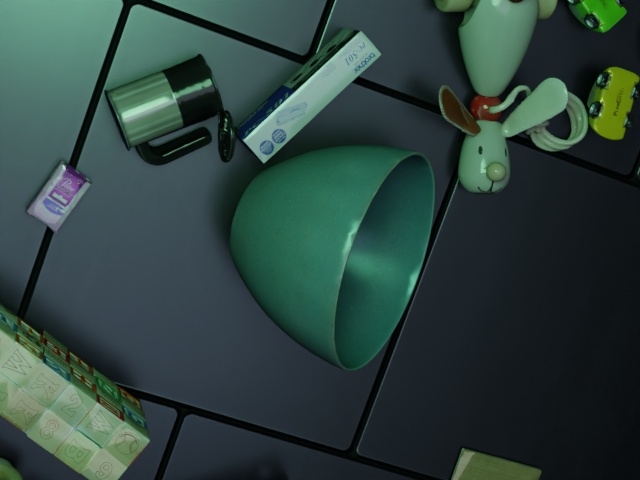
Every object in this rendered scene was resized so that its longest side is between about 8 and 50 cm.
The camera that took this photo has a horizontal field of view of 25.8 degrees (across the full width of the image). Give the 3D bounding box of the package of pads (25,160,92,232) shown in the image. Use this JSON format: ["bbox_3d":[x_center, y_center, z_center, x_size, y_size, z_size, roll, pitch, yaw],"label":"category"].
[{"bbox_3d":[-0.340,-0.056,1.814,0.050,0.032,0.083,36,92,-19],"label":"package of pads"}]

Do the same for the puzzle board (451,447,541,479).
[{"bbox_3d":[0.248,0.361,2.031,0.128,0.011,0.096,17,98,-14],"label":"puzzle board"}]

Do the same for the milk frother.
[{"bbox_3d":[-0.185,-0.150,1.772,0.135,0.143,0.129,-23,112,-9],"label":"milk frother"}]

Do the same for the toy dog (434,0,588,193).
[{"bbox_3d":[0.244,-0.229,1.839,0.220,0.161,0.333,-22,104,-7],"label":"toy dog"}]

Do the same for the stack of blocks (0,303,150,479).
[{"bbox_3d":[-0.364,0.177,1.782,0.297,0.171,0.087,40,91,-15],"label":"stack of blocks"}]

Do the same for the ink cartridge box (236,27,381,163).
[{"bbox_3d":[-0.020,-0.191,1.823,0.207,0.097,0.046,-43,106,-1],"label":"ink cartridge box"}]

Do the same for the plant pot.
[{"bbox_3d":[0.000,0.000,1.798,0.195,0.290,0.290,19,98,22],"label":"plant pot"}]

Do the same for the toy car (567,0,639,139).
[{"bbox_3d":[0.406,-0.283,1.914,0.239,0.053,0.225,-41,101,-12],"label":"toy car"}]

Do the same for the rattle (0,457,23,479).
[{"bbox_3d":[-0.421,0.279,1.774,0.130,0.200,0.142,34,92,-16],"label":"rattle"}]
